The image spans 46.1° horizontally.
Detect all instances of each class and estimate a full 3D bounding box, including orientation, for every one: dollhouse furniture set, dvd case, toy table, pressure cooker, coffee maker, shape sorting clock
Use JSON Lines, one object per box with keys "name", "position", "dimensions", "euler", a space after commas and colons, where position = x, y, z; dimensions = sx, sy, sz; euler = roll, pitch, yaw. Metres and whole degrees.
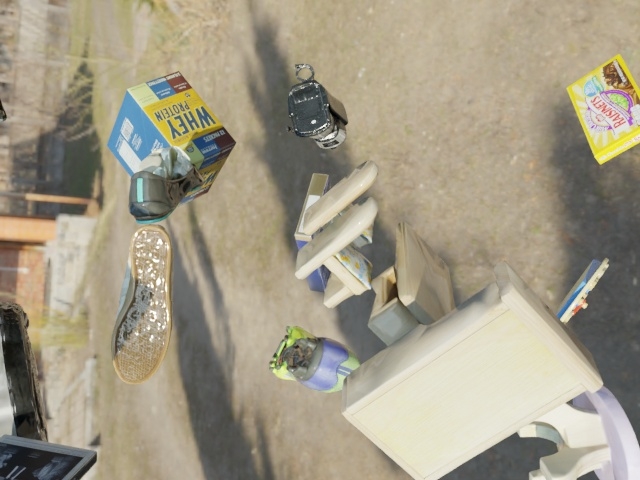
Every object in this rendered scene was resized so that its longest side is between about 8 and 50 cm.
{"name": "dollhouse furniture set", "position": [0.178, 0.086, 1.029], "dimensions": [0.256, 0.362, 0.394], "euler": [-38, 19, 22]}
{"name": "dvd case", "position": [-0.495, 0.389, 1.204], "dimensions": [0.239, 0.179, 0.030], "euler": [-48, -36, -74]}
{"name": "toy table", "position": [0.464, 0.373, 1.395], "dimensions": [0.274, 0.160, 0.252], "euler": [-104, 8, -87]}
{"name": "pressure cooker", "position": [-0.763, 0.330, 1.457], "dimensions": [0.370, 0.420, 0.376], "euler": [164, 96, -72]}
{"name": "coffee maker", "position": [-0.001, -0.320, 1.830], "dimensions": [0.178, 0.120, 0.171], "euler": [9, -89, -74]}
{"name": "shape sorting clock", "position": [0.524, 0.122, 1.533], "dimensions": [0.040, 0.206, 0.206], "euler": [34, 128, 14]}

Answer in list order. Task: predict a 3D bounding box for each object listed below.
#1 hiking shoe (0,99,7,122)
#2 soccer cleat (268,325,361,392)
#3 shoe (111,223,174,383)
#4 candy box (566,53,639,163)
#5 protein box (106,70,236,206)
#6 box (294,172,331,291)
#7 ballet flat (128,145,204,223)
{"name": "hiking shoe", "position": [-0.691, -0.260, 1.386], "dimensions": [0.304, 0.132, 0.113], "euler": [99, 146, -81]}
{"name": "soccer cleat", "position": [-0.008, 0.204, 1.250], "dimensions": [0.094, 0.121, 0.289], "euler": [-67, 12, -8]}
{"name": "shoe", "position": [-0.233, 0.084, 1.013], "dimensions": [0.058, 0.076, 0.219], "euler": [-133, 53, -79]}
{"name": "candy box", "position": [0.478, -0.219, 1.241], "dimensions": [0.105, 0.027, 0.206], "euler": [-35, 34, 28]}
{"name": "protein box", "position": [-0.316, -0.201, 1.577], "dimensions": [0.201, 0.136, 0.200], "euler": [51, 141, 8]}
{"name": "box", "position": [0.000, 0.000, 1.390], "dimensions": [0.225, 0.036, 0.137], "euler": [75, -154, -54]}
{"name": "ballet flat", "position": [-0.257, -0.107, 1.278], "dimensions": [0.280, 0.095, 0.096], "euler": [-86, -12, -75]}
